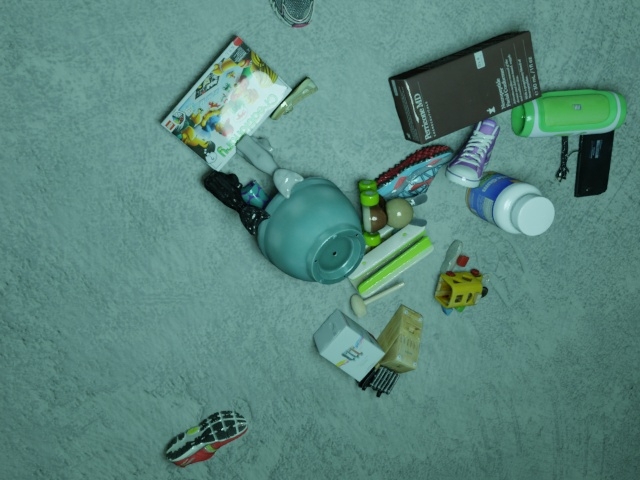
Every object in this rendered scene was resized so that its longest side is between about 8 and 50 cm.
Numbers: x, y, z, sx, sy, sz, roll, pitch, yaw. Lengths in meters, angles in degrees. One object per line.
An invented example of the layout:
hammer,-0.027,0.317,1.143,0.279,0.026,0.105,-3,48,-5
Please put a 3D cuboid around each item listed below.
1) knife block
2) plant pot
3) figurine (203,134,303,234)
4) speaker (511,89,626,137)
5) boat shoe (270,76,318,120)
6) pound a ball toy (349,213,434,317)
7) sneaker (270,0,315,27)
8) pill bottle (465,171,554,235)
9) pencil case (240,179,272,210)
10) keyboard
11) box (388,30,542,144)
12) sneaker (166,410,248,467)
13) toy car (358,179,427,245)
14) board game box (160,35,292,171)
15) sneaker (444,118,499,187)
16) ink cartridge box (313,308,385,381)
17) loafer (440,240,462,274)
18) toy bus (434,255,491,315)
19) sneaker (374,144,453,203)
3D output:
knife block,0.221,0.377,1.681,0.088,0.242,0.275,30,55,-21
plant pot,0.000,0.000,1.378,0.293,0.196,0.293,-20,131,-25
figurine,-0.171,-0.150,1.332,0.215,0.209,0.092,-47,155,4
speaker,0.736,-0.376,1.493,0.297,0.131,0.131,-4,109,-1
boat shoe,-0.073,-0.379,1.372,0.153,0.056,0.048,-46,110,-4
pound a ball toy,0.188,0.068,1.554,0.319,0.135,0.208,-35,137,1
sneaker,-0.076,-0.686,1.238,0.121,0.112,0.299,-12,111,-8
pill bottle,0.558,-0.108,1.482,0.152,0.272,0.152,-4,109,-12
pencil case,-0.159,-0.103,1.438,0.064,0.070,0.151,-22,121,43
keyboard,0.850,-0.293,1.615,0.202,0.033,0.317,-7,108,-11
box,0.407,-0.433,1.416,0.381,0.143,0.191,-23,112,-2
sneaker,-0.361,0.654,1.642,0.279,0.107,0.118,-23,130,-1
toy car,0.208,-0.084,1.419,0.188,0.149,0.155,-4,119,3
board game box,-0.250,-0.359,1.339,0.193,0.053,0.305,41,96,-22
sneaker,0.433,-0.258,1.411,0.102,0.282,0.161,23,124,14
ink cartridge box,0.087,0.332,1.601,0.176,0.128,0.127,40,96,-20
loafer,0.434,0.058,1.637,0.039,0.045,0.125,9,113,-33
toy bus,0.475,0.162,1.621,0.202,0.104,0.191,-42,125,3
sneaker,0.285,-0.186,1.500,0.262,0.104,0.125,-30,118,9
